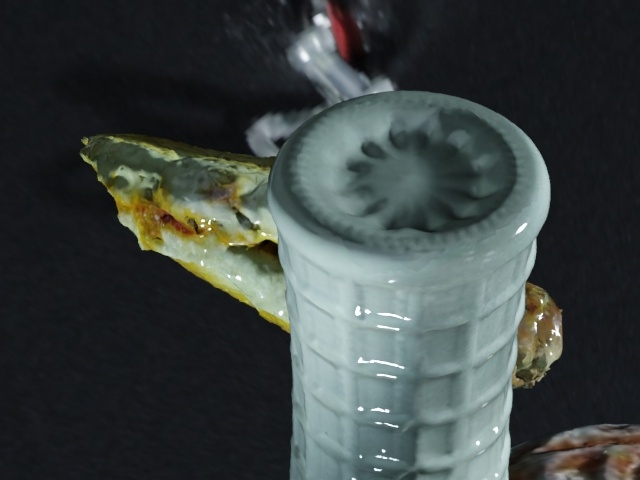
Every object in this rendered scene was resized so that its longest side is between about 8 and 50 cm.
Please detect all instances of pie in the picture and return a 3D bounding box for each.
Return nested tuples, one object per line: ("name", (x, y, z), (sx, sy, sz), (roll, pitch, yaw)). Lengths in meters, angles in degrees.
("pie", (-0.009, -0.004, 1.020), (0.257, 0.274, 0.105), (22, -90, -6))

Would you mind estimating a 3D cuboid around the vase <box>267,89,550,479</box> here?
("vase", (0.037, 0.083, 0.847), (0.143, 0.299, 0.143), (-1, -138, 1))

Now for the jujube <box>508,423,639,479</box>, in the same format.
("jujube", (0.161, 0.232, 1.091), (0.308, 0.246, 0.215), (-20, -131, -6))
